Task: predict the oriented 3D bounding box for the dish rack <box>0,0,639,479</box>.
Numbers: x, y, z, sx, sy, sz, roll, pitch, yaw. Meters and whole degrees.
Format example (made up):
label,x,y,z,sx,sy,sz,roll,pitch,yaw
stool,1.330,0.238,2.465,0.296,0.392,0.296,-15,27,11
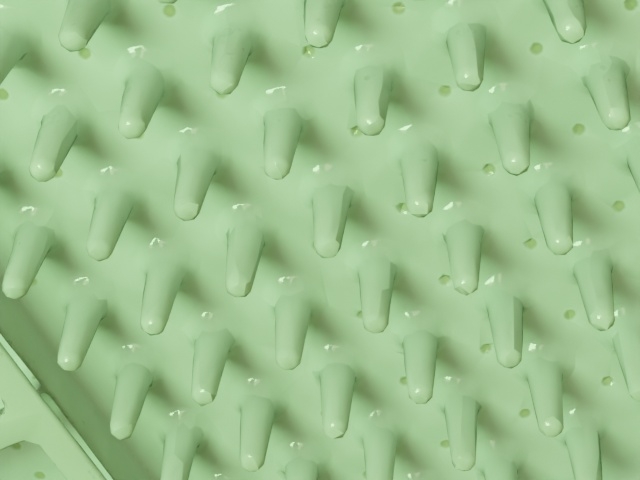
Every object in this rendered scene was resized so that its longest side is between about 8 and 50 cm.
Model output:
label,x,y,z,sx,sy,sz,roll,pitch,yaw
dish rack,0.000,0.000,0.414,0.333,0.072,0.285,-24,117,17
